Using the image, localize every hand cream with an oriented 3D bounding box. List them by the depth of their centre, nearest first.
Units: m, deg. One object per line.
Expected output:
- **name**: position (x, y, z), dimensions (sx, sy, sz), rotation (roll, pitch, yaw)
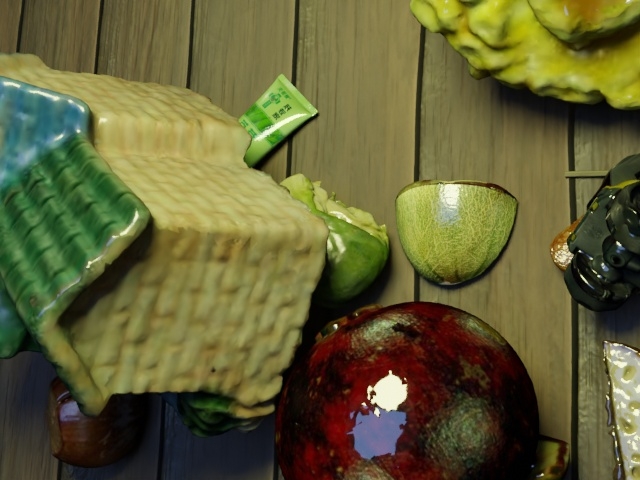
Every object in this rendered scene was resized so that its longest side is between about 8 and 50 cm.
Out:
- **hand cream**: position (-0.094, -0.155, 1.211), dimensions (0.175, 0.046, 0.095), rotation (-44, 59, 6)

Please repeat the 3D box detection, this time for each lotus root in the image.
- **lotus root**: position (0.380, 0.233, 0.858), dimensions (0.170, 0.074, 0.260), rotation (-5, 77, 28)

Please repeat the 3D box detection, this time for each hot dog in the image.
- **hot dog**: position (0.305, 0.002, 0.965), dimensions (0.083, 0.035, 0.058), rotation (-41, 64, 11)

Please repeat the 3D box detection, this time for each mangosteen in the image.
- **mangosteen**: position (0.100, 0.214, 0.907), dimensions (0.311, 0.311, 0.310), rotation (-6, 78, 28)

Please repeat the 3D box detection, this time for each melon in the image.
- **melon**: position (0.155, -0.012, 1.028), dimensions (0.160, 0.079, 0.128), rotation (-5, 77, 28)

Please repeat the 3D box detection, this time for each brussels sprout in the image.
- **brussels sprout**: position (-0.004, 0.007, 1.083), dimensions (0.183, 0.131, 0.145), rotation (35, 93, 25)

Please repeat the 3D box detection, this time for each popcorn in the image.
- **popcorn**: position (0.267, -0.300, 0.918), dimensions (0.336, 0.274, 0.279), rotation (11, 47, -5)

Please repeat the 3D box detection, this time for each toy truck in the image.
- **toy truck**: position (0.377, 0.012, 0.863), dimensions (0.224, 0.165, 0.147), rotation (36, 144, 16)

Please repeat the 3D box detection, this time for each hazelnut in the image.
- **hazelnut**: position (-0.331, 0.255, 1.229), dimensions (0.143, 0.143, 0.154), rotation (-8, 84, 28)

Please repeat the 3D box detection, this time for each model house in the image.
- **model house**: position (-0.290, 0.018, 1.008), dimensions (0.445, 0.400, 0.394), rotation (39, 114, 44)

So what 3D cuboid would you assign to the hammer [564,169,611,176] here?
- **hammer**: position (0.338, -0.078, 0.973), dimensions (0.110, 0.019, 0.035), rotation (2, 81, 32)
